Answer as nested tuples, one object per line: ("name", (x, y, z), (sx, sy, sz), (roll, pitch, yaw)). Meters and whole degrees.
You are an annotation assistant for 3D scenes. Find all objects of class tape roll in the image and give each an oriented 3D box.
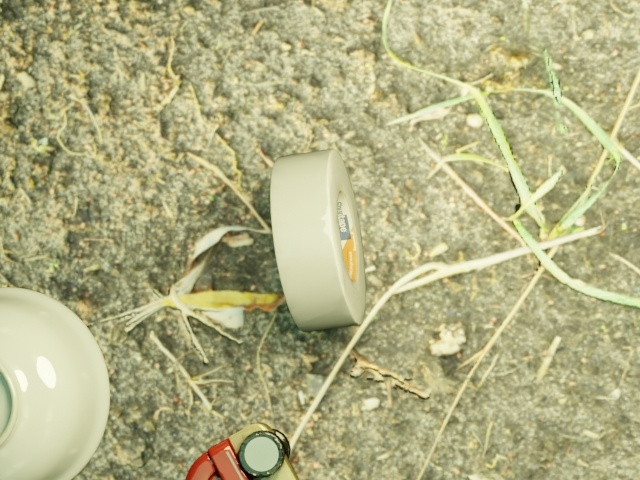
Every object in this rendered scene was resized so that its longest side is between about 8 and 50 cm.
("tape roll", (0.000, 0.000, 1.618), (0.072, 0.219, 0.219), (-9, 87, 11))

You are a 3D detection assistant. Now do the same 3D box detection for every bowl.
("bowl", (-0.440, 0.208, 1.746), (0.298, 0.134, 0.297), (0, 88, 11))

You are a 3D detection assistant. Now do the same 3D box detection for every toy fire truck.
("toy fire truck", (-0.117, 0.376, 1.686), (0.246, 0.158, 0.217), (-29, 84, -1))
